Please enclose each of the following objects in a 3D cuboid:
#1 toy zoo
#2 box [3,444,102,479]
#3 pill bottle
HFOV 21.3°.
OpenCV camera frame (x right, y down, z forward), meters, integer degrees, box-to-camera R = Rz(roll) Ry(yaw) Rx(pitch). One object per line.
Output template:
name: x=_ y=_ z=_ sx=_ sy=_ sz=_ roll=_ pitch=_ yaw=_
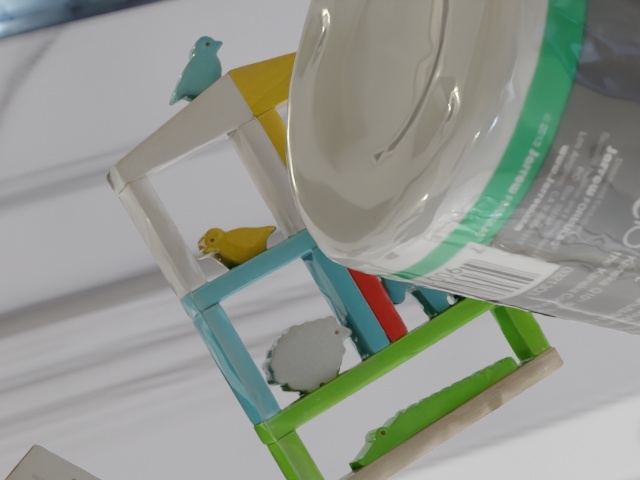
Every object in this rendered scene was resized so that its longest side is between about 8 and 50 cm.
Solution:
toy zoo: x=0.000 y=0.000 z=1.056 sx=0.192 sy=0.293 sz=0.030 roll=-29 pitch=178 yaw=-21
box: x=-0.289 y=0.384 z=1.499 sx=0.168 sy=0.215 sz=0.345 roll=29 pitch=-145 yaw=5
pill bottle: x=0.183 y=-0.051 z=0.836 sx=0.361 sy=0.204 sz=0.204 roll=13 pitch=-165 yaw=-26
